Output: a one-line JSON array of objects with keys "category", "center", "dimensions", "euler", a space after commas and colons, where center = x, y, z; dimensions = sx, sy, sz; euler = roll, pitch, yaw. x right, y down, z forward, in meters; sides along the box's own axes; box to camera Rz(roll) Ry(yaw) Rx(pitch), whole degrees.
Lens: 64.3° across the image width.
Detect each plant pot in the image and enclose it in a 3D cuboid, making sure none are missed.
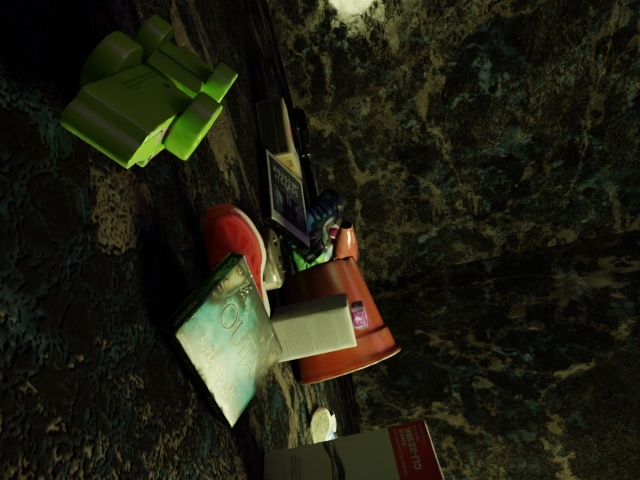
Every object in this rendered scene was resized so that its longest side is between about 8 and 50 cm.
[{"category": "plant pot", "center": [0.034, 0.194, 1.307], "dimensions": [0.272, 0.272, 0.265], "euler": [47, 24, -82]}]

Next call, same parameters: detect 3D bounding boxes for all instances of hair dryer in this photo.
[{"category": "hair dryer", "center": [0.041, 0.079, 1.528], "dimensions": [0.224, 0.080, 0.293], "euler": [-9, 122, -68]}]

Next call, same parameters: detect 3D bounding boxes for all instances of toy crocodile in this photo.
[{"category": "toy crocodile", "center": [-0.168, -0.149, 0.534], "dimensions": [0.115, 0.105, 0.340], "euler": [33, 24, -17]}]

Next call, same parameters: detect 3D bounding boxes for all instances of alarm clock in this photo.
[{"category": "alarm clock", "center": [-0.110, 0.047, 1.014], "dimensions": [0.192, 0.064, 0.129], "euler": [-90, 168, -56]}]

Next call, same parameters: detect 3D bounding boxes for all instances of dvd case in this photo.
[{"category": "dvd case", "center": [-0.097, -0.111, 1.376], "dimensions": [0.179, 0.030, 0.238], "euler": [39, 34, -48]}]

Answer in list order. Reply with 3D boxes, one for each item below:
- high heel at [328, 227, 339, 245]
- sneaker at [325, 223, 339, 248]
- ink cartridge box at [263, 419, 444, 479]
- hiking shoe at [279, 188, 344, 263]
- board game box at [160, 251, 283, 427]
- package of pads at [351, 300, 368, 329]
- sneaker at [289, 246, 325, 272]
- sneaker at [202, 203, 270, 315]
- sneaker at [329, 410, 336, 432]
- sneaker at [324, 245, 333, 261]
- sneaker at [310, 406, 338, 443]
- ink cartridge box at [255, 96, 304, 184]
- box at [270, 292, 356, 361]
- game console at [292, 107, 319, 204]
[{"category": "high heel", "center": [0.000, 0.000, 1.679], "dimensions": [0.244, 0.082, 0.117], "euler": [35, 61, -30]}, {"category": "sneaker", "center": [-0.009, -0.002, 1.807], "dimensions": [0.262, 0.104, 0.125], "euler": [19, 52, -47]}, {"category": "ink cartridge box", "center": [0.060, 0.420, 0.825], "dimensions": [0.114, 0.273, 0.197], "euler": [-102, 178, -57]}, {"category": "hiking shoe", "center": [-0.019, -0.075, 1.520], "dimensions": [0.132, 0.113, 0.304], "euler": [36, 40, -15]}, {"category": "board game box", "center": [-0.108, 0.122, 0.616], "dimensions": [0.126, 0.026, 0.186], "euler": [-53, 143, -36]}, {"category": "package of pads", "center": [0.087, 0.168, 1.150], "dimensions": [0.083, 0.032, 0.050], "euler": [-63, 140, -86]}, {"category": "sneaker", "center": [-0.028, 0.087, 1.640], "dimensions": [0.295, 0.109, 0.123], "euler": [71, 9, -51]}, {"category": "sneaker", "center": [-0.115, 0.067, 0.706], "dimensions": [0.128, 0.087, 0.221], "euler": [-96, 172, -63]}, {"category": "sneaker", "center": [0.022, 0.533, 1.450], "dimensions": [0.161, 0.057, 0.075], "euler": [73, 1, -77]}, {"category": "sneaker", "center": [0.008, 0.125, 1.942], "dimensions": [0.319, 0.127, 0.208], "euler": [-44, 121, -74]}, {"category": "sneaker", "center": [0.011, 0.507, 1.345], "dimensions": [0.084, 0.058, 0.152], "euler": [-10, 93, -80]}, {"category": "ink cartridge box", "center": [-0.121, -0.288, 1.548], "dimensions": [0.234, 0.088, 0.193], "euler": [65, 16, -73]}, {"category": "box", "center": [-0.015, 0.187, 1.113], "dimensions": [0.130, 0.171, 0.091], "euler": [-70, 147, -82]}, {"category": "game console", "center": [-0.042, -0.242, 1.648], "dimensions": [0.213, 0.044, 0.361], "euler": [-97, 177, -69]}]
